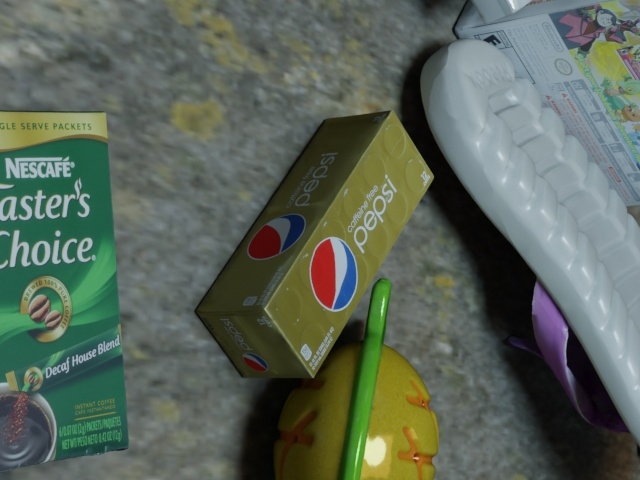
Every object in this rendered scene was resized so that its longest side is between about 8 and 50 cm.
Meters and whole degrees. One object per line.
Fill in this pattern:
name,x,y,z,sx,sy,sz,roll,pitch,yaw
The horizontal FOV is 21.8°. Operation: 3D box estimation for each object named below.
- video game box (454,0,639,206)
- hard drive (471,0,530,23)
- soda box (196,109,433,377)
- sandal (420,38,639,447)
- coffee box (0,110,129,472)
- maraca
video game box,0.226,-0.109,1.212,0.205,0.187,0.048,52,51,-34
hard drive,0.099,-0.329,1.155,0.203,0.040,0.308,-44,110,-43
soda box,0.000,0.000,1.033,0.061,0.058,0.181,56,48,-30
sandal,0.183,0.038,1.227,0.416,0.102,0.169,58,31,-12
coffee box,-0.156,0.024,0.858,0.113,0.040,0.184,-2,89,-50
maraca,0.025,0.110,1.023,0.127,0.099,0.186,99,2,-52
